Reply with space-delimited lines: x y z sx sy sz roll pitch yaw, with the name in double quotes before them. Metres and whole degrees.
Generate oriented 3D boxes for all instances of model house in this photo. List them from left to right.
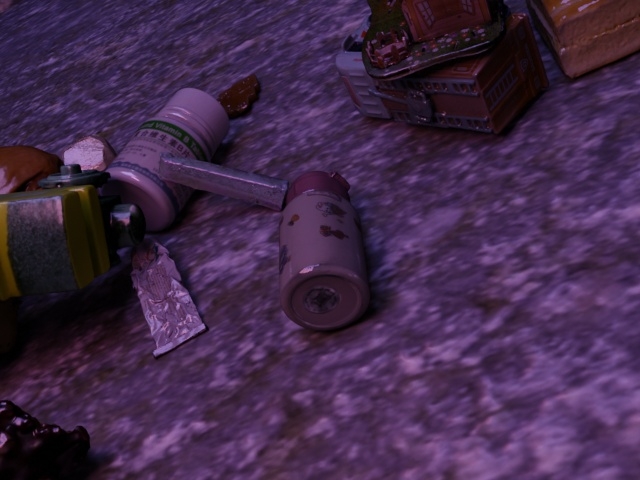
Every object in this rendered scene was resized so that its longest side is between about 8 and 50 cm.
"model house" 0.134 -0.375 1.140 0.206 0.154 0.294 -13 41 19

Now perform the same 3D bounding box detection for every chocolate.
"chocolate" -0.366 0.240 0.970 0.177 0.206 0.224 -19 -8 -17

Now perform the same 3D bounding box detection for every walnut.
"walnut" -0.572 -0.023 1.419 0.336 0.209 0.209 -36 36 -6

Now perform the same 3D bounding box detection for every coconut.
"coconut" -0.433 -0.133 1.521 0.124 0.110 0.110 -31 36 -6

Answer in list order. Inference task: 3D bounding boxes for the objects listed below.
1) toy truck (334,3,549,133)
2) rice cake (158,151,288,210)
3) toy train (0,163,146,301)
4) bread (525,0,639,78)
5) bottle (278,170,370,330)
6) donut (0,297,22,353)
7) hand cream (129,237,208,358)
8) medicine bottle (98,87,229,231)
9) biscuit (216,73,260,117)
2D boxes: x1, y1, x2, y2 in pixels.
"toy truck" 0.161 -0.247 1.215 0.305 0.136 0.162 15 56 44
"rice cake" -0.150 -0.091 1.255 0.210 0.043 0.034 14 31 8
"toy train" -0.486 0.002 1.178 0.441 0.179 0.272 -6 11 7
"bread" 0.431 -0.375 1.195 0.246 0.111 0.239 -21 38 13
"bottle" 0.000 0.000 1.056 0.109 0.110 0.233 -21 37 13
"donut" -0.580 0.142 1.226 0.271 0.107 0.272 -8 1 0
"hand cream" -0.233 0.065 1.202 0.084 0.050 0.257 -29 39 -2
"medicine bottle" -0.253 -0.139 1.382 0.139 0.139 0.237 0 45 35
"biscuit" -0.157 -0.271 1.566 0.119 0.019 0.130 9 52 42
